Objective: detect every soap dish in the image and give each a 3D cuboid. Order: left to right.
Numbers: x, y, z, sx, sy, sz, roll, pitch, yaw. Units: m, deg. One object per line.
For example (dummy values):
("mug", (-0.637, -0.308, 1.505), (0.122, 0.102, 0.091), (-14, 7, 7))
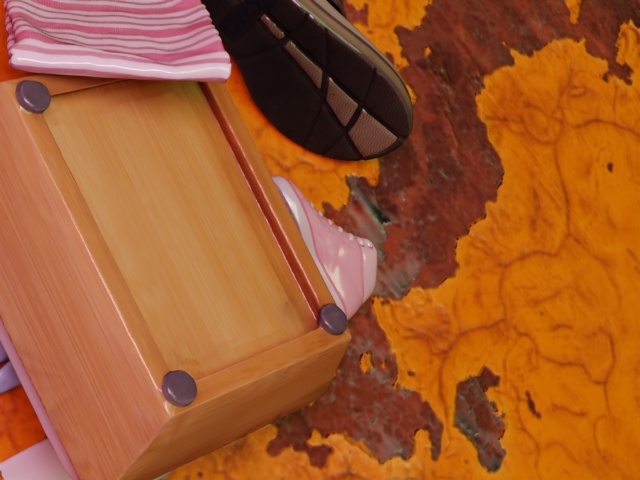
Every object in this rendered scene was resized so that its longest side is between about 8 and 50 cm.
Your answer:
("soap dish", (-0.120, 0.004, 1.082), (0.229, 0.118, 0.291), (-19, 79, -47))

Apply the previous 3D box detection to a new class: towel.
("towel", (-0.145, -0.154, 1.091), (0.144, 0.197, 0.029), (1, 115, -13))

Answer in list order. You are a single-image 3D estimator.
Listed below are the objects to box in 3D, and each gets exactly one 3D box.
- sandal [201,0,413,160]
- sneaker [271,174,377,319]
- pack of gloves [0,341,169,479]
("sandal", (-0.031, -0.183, 1.241), (0.303, 0.120, 0.086), (46, 44, -20))
("sneaker", (0.000, 0.000, 1.263), (0.070, 0.051, 0.134), (-35, 105, -38))
("pack of gloves", (-0.144, 0.085, 1.141), (0.232, 0.046, 0.195), (-35, 103, -36))
